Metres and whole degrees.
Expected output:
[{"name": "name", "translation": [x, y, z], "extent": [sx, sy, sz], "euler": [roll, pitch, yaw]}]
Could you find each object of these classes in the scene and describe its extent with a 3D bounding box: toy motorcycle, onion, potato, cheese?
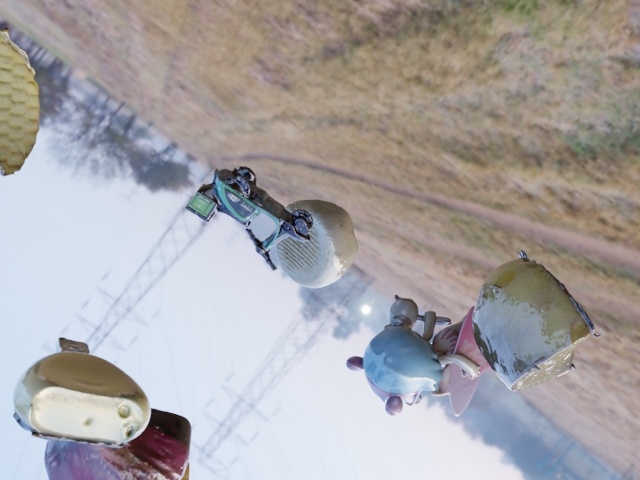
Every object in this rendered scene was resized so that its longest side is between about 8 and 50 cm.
[{"name": "toy motorcycle", "translation": [-0.095, -0.037, 1.253], "extent": [0.173, 0.100, 0.058], "euler": [33, -156, -7]}, {"name": "onion", "translation": [-0.281, 0.275, 1.149], "extent": [0.195, 0.139, 0.218], "euler": [7, 154, 18]}, {"name": "potato", "translation": [0.220, 0.090, 0.976], "extent": [0.138, 0.098, 0.243], "euler": [62, 180, 20]}, {"name": "cheese", "translation": [-0.252, 0.141, 0.907], "extent": [0.127, 0.054, 0.251], "euler": [14, -174, -21]}]

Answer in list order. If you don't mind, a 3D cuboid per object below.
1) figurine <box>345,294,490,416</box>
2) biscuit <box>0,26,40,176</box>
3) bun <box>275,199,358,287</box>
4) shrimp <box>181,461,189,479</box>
[{"name": "figurine", "translation": [0.159, 0.132, 1.232], "extent": [0.205, 0.260, 0.102], "euler": [52, 150, 32]}, {"name": "biscuit", "translation": [-0.584, -0.268, 1.629], "extent": [0.036, 0.273, 0.187], "euler": [1, -157, 19]}, {"name": "bun", "translation": [0.000, 0.000, 1.654], "extent": [0.113, 0.166, 0.173], "euler": [-5, -116, -43]}, {"name": "shrimp", "translation": [-0.324, 0.366, 1.362], "extent": [0.068, 0.249, 0.150], "euler": [83, 174, -69]}]
